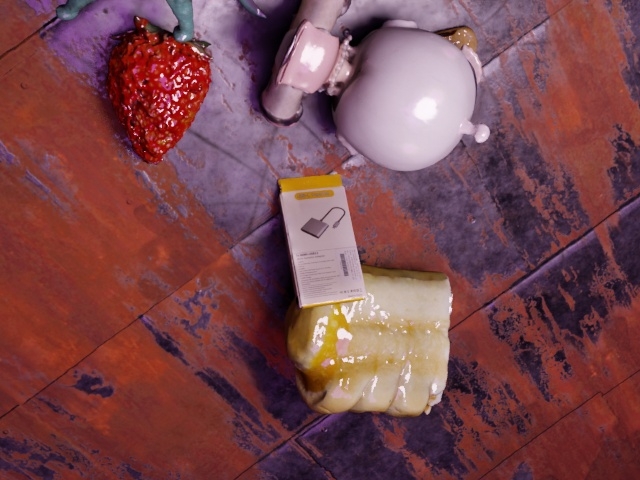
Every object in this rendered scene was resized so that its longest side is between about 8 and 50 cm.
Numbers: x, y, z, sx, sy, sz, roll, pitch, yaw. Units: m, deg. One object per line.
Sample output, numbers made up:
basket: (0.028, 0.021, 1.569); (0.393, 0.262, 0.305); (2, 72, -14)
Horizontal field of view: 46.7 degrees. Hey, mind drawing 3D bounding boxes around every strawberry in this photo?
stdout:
strawberry: (-0.274, -0.228, 1.186); (0.174, 0.098, 0.228); (19, 109, -25)

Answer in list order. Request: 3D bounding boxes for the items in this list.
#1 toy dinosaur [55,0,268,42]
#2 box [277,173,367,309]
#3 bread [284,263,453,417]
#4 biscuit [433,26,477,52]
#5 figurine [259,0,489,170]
toy dinosaur: (-0.210, -0.424, 0.987); (0.383, 0.129, 0.331); (-3, 155, -23)
box: (0.000, 0.000, 1.364); (0.129, 0.247, 0.033); (-6, 163, -14)
bread: (0.075, 0.197, 1.466); (0.341, 0.210, 0.300); (3, 83, -26)
biscuit: (0.216, -0.341, 1.335); (0.147, 0.018, 0.071); (-17, 124, -10)
figurine: (0.086, -0.245, 1.230); (0.361, 0.211, 0.253); (20, 120, -19)
